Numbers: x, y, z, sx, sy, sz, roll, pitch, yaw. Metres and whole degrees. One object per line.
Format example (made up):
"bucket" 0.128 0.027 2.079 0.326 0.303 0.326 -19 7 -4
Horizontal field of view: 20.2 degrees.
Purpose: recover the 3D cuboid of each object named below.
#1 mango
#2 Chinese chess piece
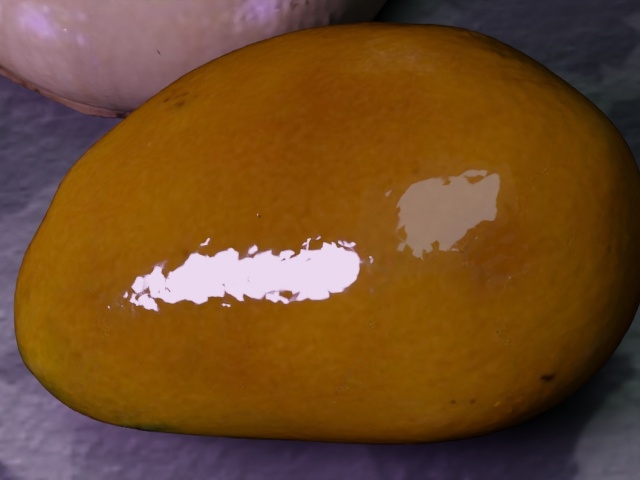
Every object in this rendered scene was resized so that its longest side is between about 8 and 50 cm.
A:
"mango" 0.004 -0.005 0.723 0.254 0.139 0.175 1 54 12
"Chinese chess piece" -0.074 -0.182 0.849 0.257 0.104 0.257 -2 61 4
